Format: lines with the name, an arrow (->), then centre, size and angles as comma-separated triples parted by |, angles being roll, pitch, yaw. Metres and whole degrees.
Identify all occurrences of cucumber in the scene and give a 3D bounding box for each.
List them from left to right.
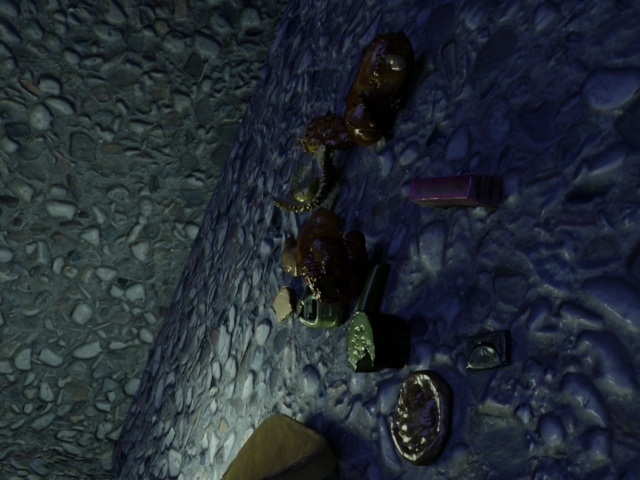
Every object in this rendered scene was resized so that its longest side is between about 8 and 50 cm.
cucumber -> 0.154, 0.290, 1.722 | 0.191, 0.130, 0.191 | -43, 39, 50

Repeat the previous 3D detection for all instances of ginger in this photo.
ginger -> -0.113, 0.060, 2.379 | 0.137, 0.074, 0.213 | -59, 34, 6
ginger -> 0.196, -0.497, 2.035 | 0.254, 0.176, 0.418 | -98, 29, -43

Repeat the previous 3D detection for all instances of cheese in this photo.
cheese -> -0.141, 0.682, 1.911 | 0.383, 0.104, 0.384 | -26, 14, 7

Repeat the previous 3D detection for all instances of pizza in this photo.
pizza -> 0.000, 0.000, 2.141 | 0.182, 0.074, 0.365 | -16, 36, 17

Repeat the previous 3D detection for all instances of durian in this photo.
durian -> -0.030, -0.222, 2.267 | 0.306, 0.166, 0.172 | -55, 1, 17

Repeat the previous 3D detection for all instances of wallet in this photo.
wallet -> 0.391, 0.260, 1.415 | 0.129, 0.026, 0.088 | -27, 51, 53

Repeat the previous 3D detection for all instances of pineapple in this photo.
pineapple -> -0.009, -0.422, 2.334 | 0.334, 0.158, 0.161 | -166, 69, -71

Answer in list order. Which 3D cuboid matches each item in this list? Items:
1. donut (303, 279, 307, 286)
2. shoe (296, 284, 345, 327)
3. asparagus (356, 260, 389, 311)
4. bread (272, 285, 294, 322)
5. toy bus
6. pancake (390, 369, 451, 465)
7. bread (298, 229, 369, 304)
donut -> -0.023, 0.118, 2.193 | 0.117, 0.065, 0.166 | -43, 38, 42
shoe -> -0.014, 0.227, 2.064 | 0.262, 0.128, 0.140 | 2, 70, 56
asparagus -> 0.147, 0.194, 1.853 | 0.067, 0.060, 0.278 | -174, 102, -72
bread -> -0.138, 0.253, 2.348 | 0.129, 0.044, 0.126 | -46, 45, 35
toy bus -> 0.355, -0.136, 1.624 | 0.274, 0.112, 0.090 | 3, 85, 61
pancake -> 0.252, 0.451, 1.538 | 0.236, 0.042, 0.222 | -64, 27, 15
bread -> 0.048, 0.093, 1.902 | 0.135, 0.232, 0.247 | -109, 15, -47
